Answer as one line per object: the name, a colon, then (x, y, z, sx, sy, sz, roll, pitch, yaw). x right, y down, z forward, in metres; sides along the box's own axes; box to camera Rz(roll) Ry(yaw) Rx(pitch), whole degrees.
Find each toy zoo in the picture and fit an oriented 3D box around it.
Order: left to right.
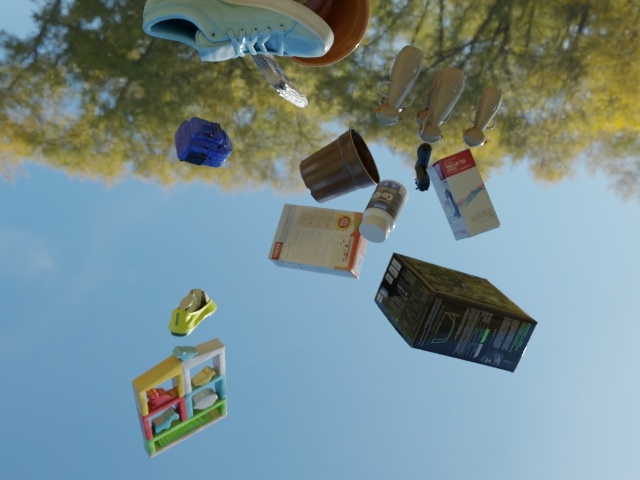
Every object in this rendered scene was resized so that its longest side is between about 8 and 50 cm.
toy zoo: (-0.281, 0.311, 1.525, 0.192, 0.293, 0.030, -25, -129, -27)

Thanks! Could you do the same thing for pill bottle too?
pill bottle: (0.140, -0.065, 1.683, 0.078, 0.078, 0.137, 17, -126, 15)

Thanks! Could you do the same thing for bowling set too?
bowling set: (0.208, -0.286, 1.531, 0.287, 0.154, 0.200, 18, -171, -28)

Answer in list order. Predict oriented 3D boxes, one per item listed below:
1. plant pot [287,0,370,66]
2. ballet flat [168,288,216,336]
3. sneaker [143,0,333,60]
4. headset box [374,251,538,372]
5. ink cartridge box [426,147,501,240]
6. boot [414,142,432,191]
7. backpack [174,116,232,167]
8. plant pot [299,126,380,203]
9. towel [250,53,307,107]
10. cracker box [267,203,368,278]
plant pot: (-0.026, -0.672, 2.149, 0.291, 0.290, 0.203, -1, -147, -17)
ballet flat: (-0.304, 0.159, 1.805, 0.077, 0.077, 0.231, 3, -166, 10)
sneaker: (-0.164, -0.390, 1.429, 0.366, 0.135, 0.150, 16, -108, 8)
headset box: (0.300, 0.157, 1.657, 0.283, 0.131, 0.246, 15, -165, -21)
ink cartridge box: (0.301, -0.093, 1.582, 0.072, 0.175, 0.127, -22, 178, -6)
boot: (0.301, -0.210, 2.181, 0.045, 0.121, 0.099, 5, -133, -5)
backpack: (-0.265, -0.225, 1.743, 0.120, 0.101, 0.097, 15, -131, -33)
plant pot: (0.046, -0.183, 1.943, 0.165, 0.167, 0.167, -26, -158, 17)
towel: (-0.141, -0.477, 1.956, 0.285, 0.034, 0.209, 56, -167, 12)
cracker box: (0.000, 0.000, 1.870, 0.232, 0.155, 0.067, 8, 162, 25)
